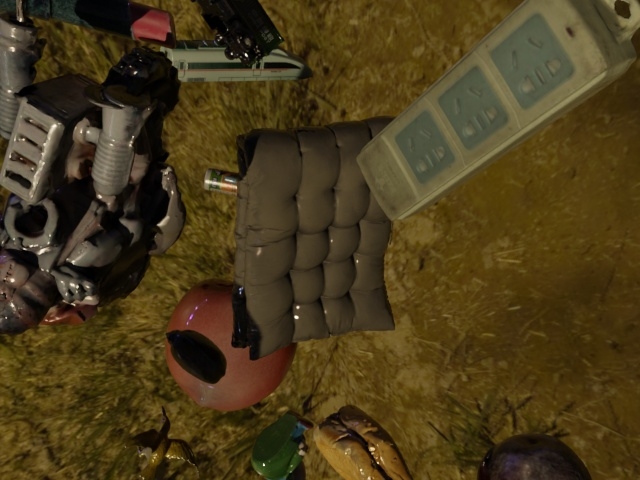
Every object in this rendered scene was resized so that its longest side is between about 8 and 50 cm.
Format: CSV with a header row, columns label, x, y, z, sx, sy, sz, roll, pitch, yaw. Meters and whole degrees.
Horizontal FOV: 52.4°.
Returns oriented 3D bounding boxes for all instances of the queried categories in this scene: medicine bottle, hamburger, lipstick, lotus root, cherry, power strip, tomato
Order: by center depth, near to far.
label,x,y,z,sx,sy,sz,roll,pitch,yaw
power strip,0.122,-0.098,0.512,0.052,0.272,0.078,-23,81,-36
lipstick,-0.232,-0.196,0.526,0.234,0.053,0.054,12,81,-19
lotus root,-0.170,0.155,0.890,0.099,0.049,0.054,43,46,-12
cherry,0.340,0.398,1.024,0.195,0.195,0.195,0,82,1
hamburger,0.081,0.410,1.229,0.108,0.214,0.214,-34,82,-16
tomato,-0.218,0.250,1.553,0.321,0.321,0.322,0,82,1
medicine bottle,-0.201,-0.147,1.744,0.220,0.092,0.061,11,89,0

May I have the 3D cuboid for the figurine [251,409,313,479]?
label,x,y,z,sx,sy,sz,roll,pitch,yaw
figurine,-0.077,0.536,1.582,0.127,0.234,0.185,10,48,37

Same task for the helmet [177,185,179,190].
label,x,y,z,sx,sy,sz,roll,pitch,yaw
helmet,-0.431,-0.147,1.760,0.089,0.111,0.057,42,92,-11

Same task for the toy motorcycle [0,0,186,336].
label,x,y,z,sx,sy,sz,roll,pitch,yaw
toy motorcycle,-0.190,-0.059,0.512,0.134,0.401,0.207,32,39,9

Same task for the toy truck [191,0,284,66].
label,x,y,z,sx,sy,sz,roll,pitch,yaw
toy truck,-0.208,-0.525,1.480,0.259,0.088,0.121,53,52,-21

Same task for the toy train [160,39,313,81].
label,x,y,z,sx,sy,sz,roll,pitch,yaw
toy train,-0.189,-0.447,1.607,0.406,0.088,0.086,-9,39,-32

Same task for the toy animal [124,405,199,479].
label,x,y,z,sx,sy,sz,roll,pitch,yaw
toy animal,-0.378,0.458,1.475,0.095,0.219,0.155,-36,47,14

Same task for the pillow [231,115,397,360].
label,x,y,z,sx,sy,sz,roll,pitch,yaw
pillow,0.000,0.000,0.846,0.228,0.101,0.326,-12,123,-25
